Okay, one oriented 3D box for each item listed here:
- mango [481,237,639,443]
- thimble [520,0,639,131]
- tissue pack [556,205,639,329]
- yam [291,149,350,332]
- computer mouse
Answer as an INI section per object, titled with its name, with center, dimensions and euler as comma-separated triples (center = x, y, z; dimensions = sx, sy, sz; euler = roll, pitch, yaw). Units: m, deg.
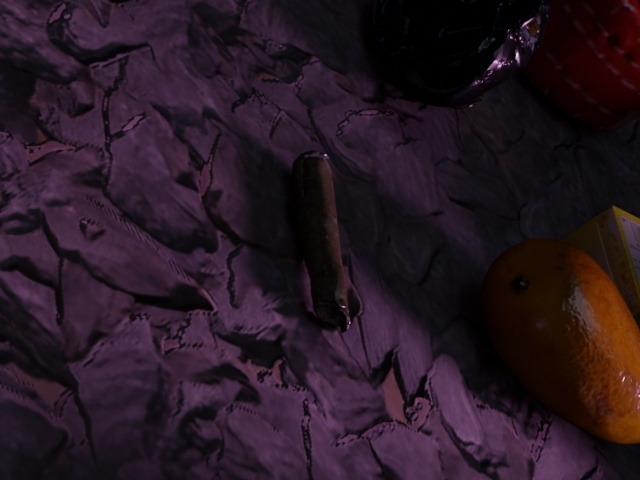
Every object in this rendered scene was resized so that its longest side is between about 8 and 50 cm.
[mango]
center = 0.175, 0.074, 1.200
dimensions = 0.165, 0.089, 0.115
euler = 59, 22, 3
[thimble]
center = 0.240, -0.191, 1.497
dimensions = 0.189, 0.125, 0.163
euler = 46, 32, -13
[tissue pack]
center = 0.268, 0.050, 1.362
dimensions = 0.176, 0.062, 0.095
euler = 22, 46, -41
[yam]
center = 0.000, 0.000, 1.091
dimensions = 0.033, 0.027, 0.129
euler = 79, 2, -49
[computer mouse]
center = 0.115, -0.173, 1.325
dimensions = 0.242, 0.146, 0.078
euler = -74, 149, -42
